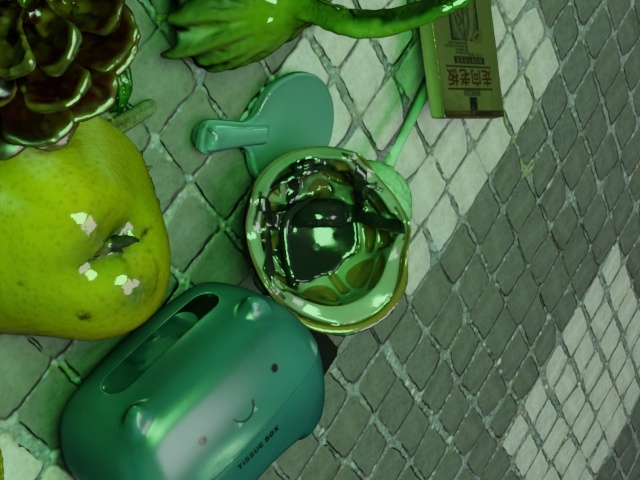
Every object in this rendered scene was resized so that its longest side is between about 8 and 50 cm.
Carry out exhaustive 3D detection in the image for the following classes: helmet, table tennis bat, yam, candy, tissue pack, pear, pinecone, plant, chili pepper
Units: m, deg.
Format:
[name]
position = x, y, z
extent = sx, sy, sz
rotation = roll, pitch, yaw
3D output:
[helmet]
position = 0.000, 0.000, 1.265
extent = 0.198, 0.130, 0.224
rotation = -25, 95, -11
[table tennis bat]
position = -0.063, -0.129, 1.266
extent = 0.237, 0.038, 0.149
rotation = -13, 120, -51
[yam]
position = -0.215, -0.117, 1.096
extent = 0.116, 0.021, 0.021
rotation = -40, 132, -35
[candy]
position = 0.126, -0.171, 1.437
extent = 0.119, 0.119, 0.440
rotation = 51, 58, -47
[tissue pack]
position = -0.140, 0.177, 1.163
extent = 0.287, 0.198, 0.206
rotation = -41, 133, -30
[pear]
position = -0.225, 0.013, 1.005
extent = 0.267, 0.178, 0.267
rotation = -23, 129, -32
[pinecone]
position = -0.255, -0.192, 0.834
extent = 0.244, 0.309, 0.244
rotation = 0, 89, -19
[plant]
position = -0.031, -0.258, 1.033
extent = 0.251, 0.333, 0.180
rotation = -45, 121, -13
[chili pepper]
position = -0.224, -0.177, 1.055
extent = 0.055, 0.035, 0.118
rotation = -51, 149, -6

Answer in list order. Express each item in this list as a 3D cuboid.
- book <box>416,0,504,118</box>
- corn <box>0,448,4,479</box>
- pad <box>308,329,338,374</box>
[book]
position = 0.191, -0.282, 1.451
extent = 0.161, 0.026, 0.231
rotation = -8, 91, -48
[corn]
position = -0.374, 0.119, 0.920
extent = 0.131, 0.131, 0.344
rotation = -42, 136, -32
[pad]
position = -0.033, 0.158, 1.442
extent = 0.112, 0.003, 0.157
rotation = -55, 139, -19
